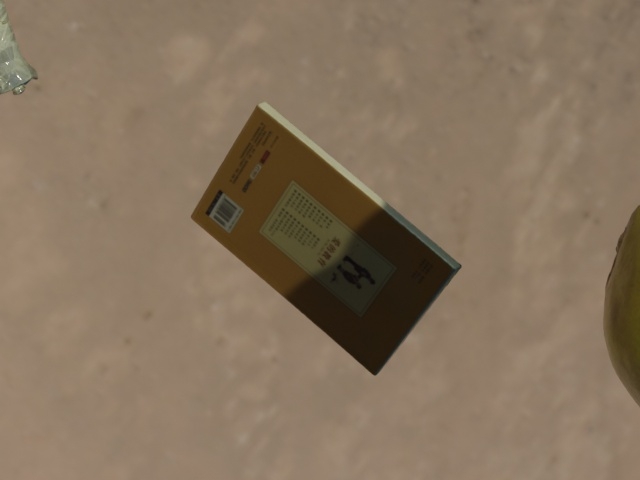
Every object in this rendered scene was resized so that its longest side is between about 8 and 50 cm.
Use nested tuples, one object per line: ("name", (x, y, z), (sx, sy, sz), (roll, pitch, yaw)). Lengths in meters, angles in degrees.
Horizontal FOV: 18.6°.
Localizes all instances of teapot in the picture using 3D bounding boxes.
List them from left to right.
("teapot", (-0.285, -0.163, 1.717), (0.083, 0.057, 0.067), (59, 34, -18))

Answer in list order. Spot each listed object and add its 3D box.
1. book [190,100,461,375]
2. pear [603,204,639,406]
("book", (0.000, 0.000, 1.314), (0.012, 0.172, 0.118), (-42, 170, -49))
("pear", (0.400, 0.089, 1.823), (0.269, 0.321, 0.269), (-27, 142, -24))
